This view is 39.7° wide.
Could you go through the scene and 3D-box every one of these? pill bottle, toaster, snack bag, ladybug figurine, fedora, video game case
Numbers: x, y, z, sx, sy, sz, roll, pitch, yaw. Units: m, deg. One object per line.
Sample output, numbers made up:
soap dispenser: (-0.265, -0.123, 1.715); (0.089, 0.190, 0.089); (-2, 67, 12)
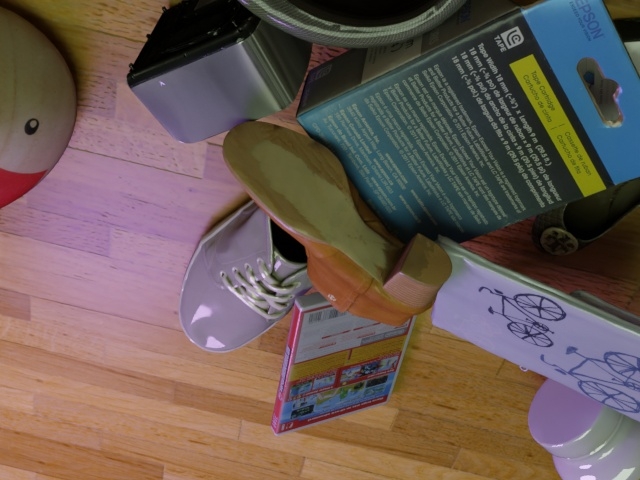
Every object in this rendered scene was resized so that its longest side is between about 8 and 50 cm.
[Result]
pill bottle: (0.472, 0.328, 1.327); (0.334, 0.188, 0.188); (39, 125, -21)
toaster: (-0.101, -0.214, 0.992); (0.185, 0.168, 0.110); (-17, 127, 24)
snack bag: (0.288, 0.116, 1.089); (0.342, 0.037, 0.323); (24, 163, 15)
ladybug figurine: (-0.521, -0.134, 1.134); (0.449, 0.162, 0.305); (-22, 123, 26)
fedora: (0.033, -0.324, 0.889); (0.275, 0.124, 0.244); (10, 121, 2)
video game case: (0.038, 0.169, 1.310); (0.204, 0.025, 0.285); (-11, 135, -25)

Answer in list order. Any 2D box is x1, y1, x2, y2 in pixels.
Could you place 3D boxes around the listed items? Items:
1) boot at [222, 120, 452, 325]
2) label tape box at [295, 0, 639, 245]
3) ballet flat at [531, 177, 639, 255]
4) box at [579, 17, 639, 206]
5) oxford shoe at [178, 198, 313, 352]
boot: (0.001, 0.000, 1.021); (0.295, 0.104, 0.211); (34, 157, -1)
label tape box: (0.179, -0.137, 0.969); (0.333, 0.106, 0.241); (-21, 124, 27)
ballet flat: (0.346, -0.055, 1.042); (0.084, 0.058, 0.250); (35, 127, -18)
box: (0.256, -0.140, 1.062); (0.322, 0.058, 0.232); (-3, 129, 11)
oxford shoe: (-0.072, 0.033, 1.219); (0.169, 0.130, 0.449); (31, 129, -18)
